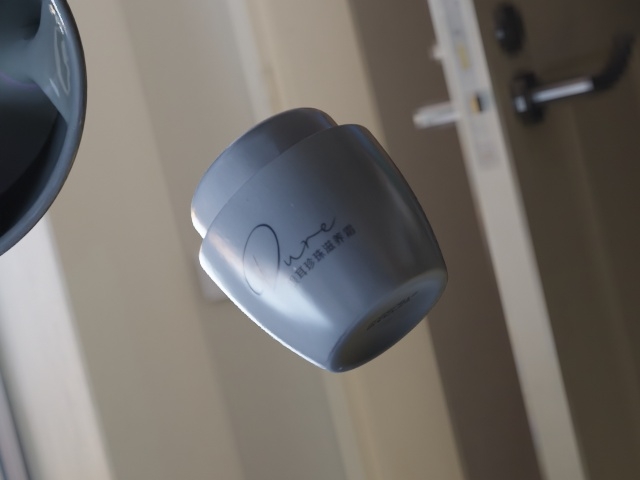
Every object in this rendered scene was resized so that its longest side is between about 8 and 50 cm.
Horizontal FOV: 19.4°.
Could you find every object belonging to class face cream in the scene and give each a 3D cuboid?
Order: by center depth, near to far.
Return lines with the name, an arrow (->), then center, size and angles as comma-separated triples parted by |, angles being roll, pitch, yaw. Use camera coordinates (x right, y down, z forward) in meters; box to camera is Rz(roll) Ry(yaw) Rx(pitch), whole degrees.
face cream -> 0.000, 0.000, 0.780 | 0.091, 0.095, 0.091 | -35, 160, -14

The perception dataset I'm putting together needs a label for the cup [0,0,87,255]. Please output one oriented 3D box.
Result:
cup -> -0.257, -0.104, 1.107 | 0.212, 0.212, 0.317 | -15, -167, -9
